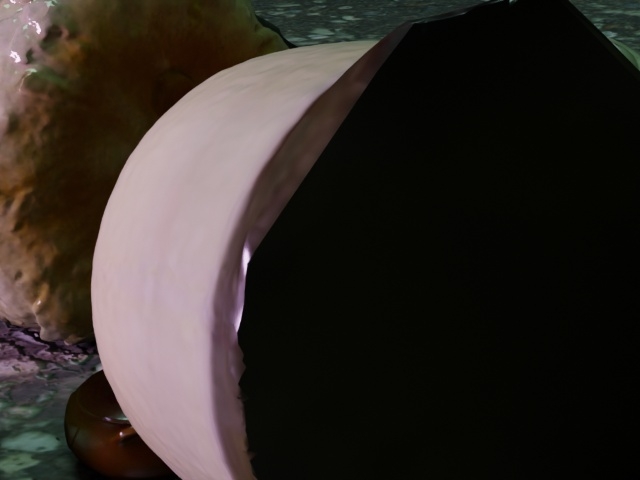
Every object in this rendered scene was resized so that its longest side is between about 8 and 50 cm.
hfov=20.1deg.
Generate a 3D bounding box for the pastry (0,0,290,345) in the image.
[{"bbox_3d":[-0.160,-0.080,1.381,0.330,0.329,0.136,-16,25,-39],"label":"pastry"}]

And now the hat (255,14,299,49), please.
[{"bbox_3d":[-0.202,-0.090,1.569,0.366,0.382,0.257,-28,34,48],"label":"hat"}]

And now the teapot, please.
[{"bbox_3d":[-0.115,0.107,1.155,0.098,0.078,0.129,-3,18,-5],"label":"teapot"}]

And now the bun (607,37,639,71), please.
[{"bbox_3d":[0.187,-0.063,1.441,0.365,0.219,0.365,3,17,-1],"label":"bun"}]

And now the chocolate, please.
[{"bbox_3d":[0.029,0.016,1.037,0.314,0.326,0.297,36,-1,-34],"label":"chocolate"}]
